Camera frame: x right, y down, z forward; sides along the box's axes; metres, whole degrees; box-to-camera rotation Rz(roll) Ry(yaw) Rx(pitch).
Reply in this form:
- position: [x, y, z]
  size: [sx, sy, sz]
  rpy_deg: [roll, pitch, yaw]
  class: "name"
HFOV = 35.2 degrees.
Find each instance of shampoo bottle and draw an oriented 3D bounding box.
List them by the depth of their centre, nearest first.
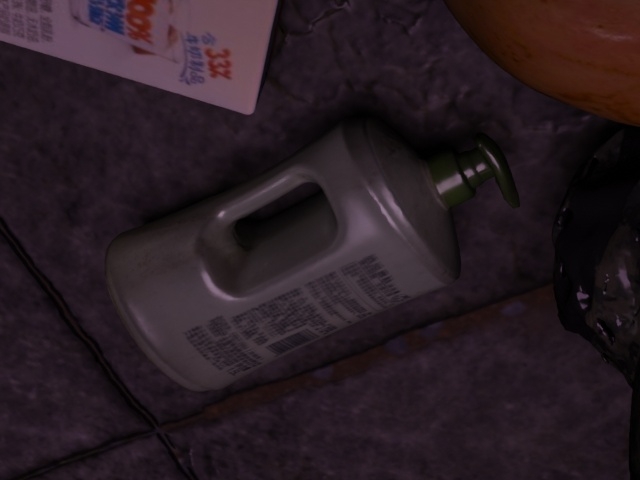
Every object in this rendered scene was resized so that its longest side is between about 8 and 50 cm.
- position: [0.000, 0.000, 0.588]
  size: [0.234, 0.087, 0.118]
  rpy_deg: [-26, 115, 20]
  class: "shampoo bottle"

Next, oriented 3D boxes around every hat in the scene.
- position: [0.193, 0.009, 0.538]
  size: [0.128, 0.265, 0.265]
  rpy_deg: [29, 128, 34]
  class: "hat"

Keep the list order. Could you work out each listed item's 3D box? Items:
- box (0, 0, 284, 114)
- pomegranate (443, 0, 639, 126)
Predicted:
- position: [-0.130, -0.204, 0.464]
  size: [0.265, 0.048, 0.273]
  rpy_deg: [18, 137, -1]
  class: "box"
- position: [0.127, -0.164, 0.383]
  size: [0.270, 0.229, 0.252]
  rpy_deg: [-2, 161, 14]
  class: "pomegranate"
